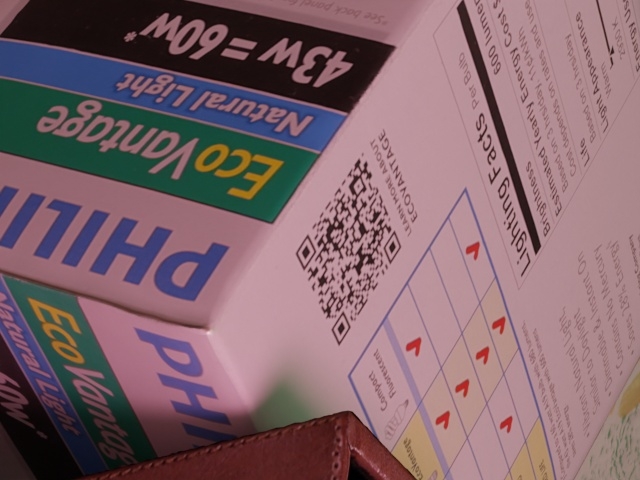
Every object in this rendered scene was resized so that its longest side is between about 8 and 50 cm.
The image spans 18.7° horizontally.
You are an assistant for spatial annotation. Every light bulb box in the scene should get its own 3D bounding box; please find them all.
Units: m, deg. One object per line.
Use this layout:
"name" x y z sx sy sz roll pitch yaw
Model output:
"light bulb box" 0.000 0.000 0.982 0.361 0.225 0.358 -56 143 -30

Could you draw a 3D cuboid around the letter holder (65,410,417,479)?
"letter holder" -0.089 0.223 0.771 0.152 0.302 0.214 49 36 -39
